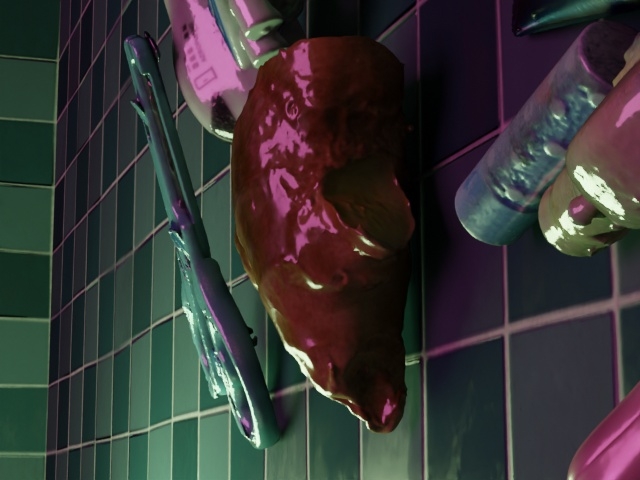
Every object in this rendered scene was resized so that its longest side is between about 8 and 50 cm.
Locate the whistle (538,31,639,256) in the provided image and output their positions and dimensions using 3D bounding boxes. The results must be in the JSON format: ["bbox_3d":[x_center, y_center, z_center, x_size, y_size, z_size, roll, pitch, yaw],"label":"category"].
[{"bbox_3d":[0.147,-0.048,0.620,0.067,0.126,0.258,48,165,8],"label":"whistle"}]

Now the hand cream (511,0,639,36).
[{"bbox_3d":[0.150,-0.165,0.720,0.270,0.061,0.120,-148,60,-77],"label":"hand cream"}]

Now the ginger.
[{"bbox_3d":[0.000,0.000,1.006,0.219,0.123,0.270,157,115,-66],"label":"ginger"}]

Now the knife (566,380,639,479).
[{"bbox_3d":[0.174,0.002,0.559,0.043,0.081,0.336,-116,34,-46],"label":"knife"}]

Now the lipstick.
[{"bbox_3d":[0.124,-0.054,0.768,0.158,0.048,0.048,124,145,-55],"label":"lipstick"}]

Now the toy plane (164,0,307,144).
[{"bbox_3d":[-0.079,-0.179,1.194,0.267,0.123,0.267,58,172,14],"label":"toy plane"}]

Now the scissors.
[{"bbox_3d":[-0.110,0.007,1.244,0.180,0.032,0.393,37,145,59],"label":"scissors"}]
